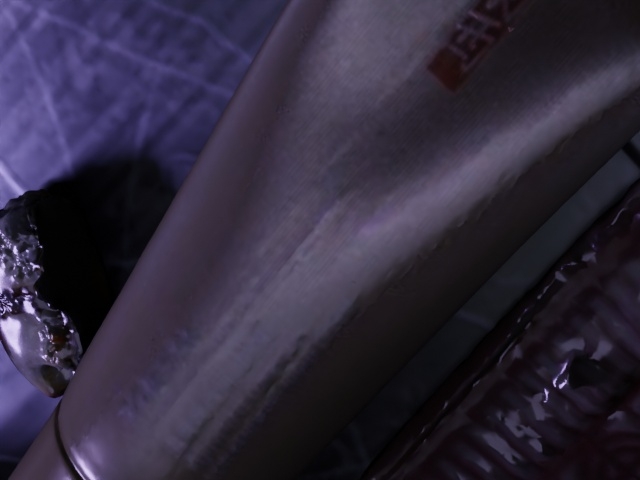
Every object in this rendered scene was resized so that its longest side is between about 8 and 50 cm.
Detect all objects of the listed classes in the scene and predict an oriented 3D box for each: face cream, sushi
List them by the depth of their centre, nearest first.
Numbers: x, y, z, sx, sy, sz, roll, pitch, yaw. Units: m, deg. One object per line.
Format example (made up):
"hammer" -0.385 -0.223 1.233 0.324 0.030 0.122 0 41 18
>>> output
"face cream" 0.000 0.000 0.630 0.137 0.084 0.341 43 117 11
"sushi" -0.113 0.023 0.711 0.046 0.044 0.083 -8 107 28

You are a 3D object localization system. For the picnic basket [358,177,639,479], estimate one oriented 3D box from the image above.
"picnic basket" 0.112 0.103 0.558 0.129 0.222 0.297 30 126 -15
